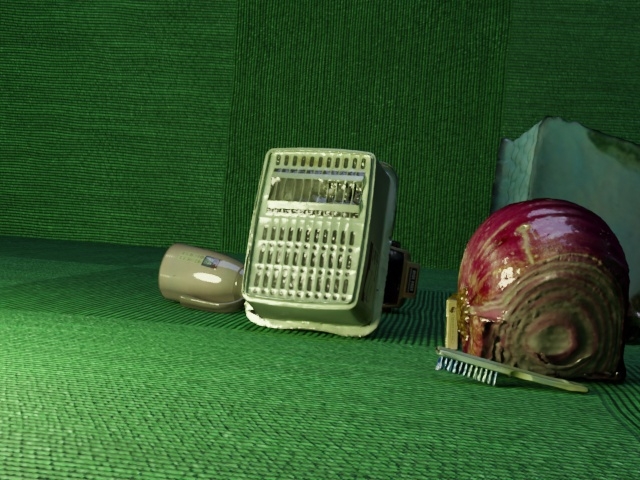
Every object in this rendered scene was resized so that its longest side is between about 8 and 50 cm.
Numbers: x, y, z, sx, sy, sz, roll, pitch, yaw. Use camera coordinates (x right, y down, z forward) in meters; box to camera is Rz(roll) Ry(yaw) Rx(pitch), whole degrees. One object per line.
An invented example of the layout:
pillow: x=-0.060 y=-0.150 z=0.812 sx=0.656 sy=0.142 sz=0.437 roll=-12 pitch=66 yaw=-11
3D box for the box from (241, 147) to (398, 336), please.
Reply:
box: x=0.000 y=0.000 z=1.435 sx=0.221 sy=0.290 sz=0.166 roll=5 pitch=-18 yaw=14

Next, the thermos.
thermos: x=-0.185 y=0.081 z=1.622 sx=0.193 sy=0.105 sz=0.137 roll=12 pitch=30 yaw=20

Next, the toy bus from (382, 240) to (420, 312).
toy bus: x=0.076 y=0.065 z=1.853 sx=0.157 sy=0.139 sz=0.289 roll=9 pitch=-3 yaw=-17

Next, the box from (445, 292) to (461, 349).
box: x=0.203 y=0.120 z=1.391 sx=0.020 sy=0.073 sz=0.149 roll=3 pitch=2 yaw=12

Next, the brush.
brush: x=0.218 y=0.158 z=1.064 sx=0.179 sy=0.030 sz=0.033 roll=15 pitch=-5 yaw=4

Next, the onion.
onion: x=0.288 y=0.060 z=1.193 sx=0.273 sy=0.230 sz=0.256 roll=-5 pitch=5 yaw=-26

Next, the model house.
model house: x=0.419 y=0.010 z=1.695 sx=0.298 sy=0.360 sz=0.339 roll=14 pitch=-14 yaw=-18
